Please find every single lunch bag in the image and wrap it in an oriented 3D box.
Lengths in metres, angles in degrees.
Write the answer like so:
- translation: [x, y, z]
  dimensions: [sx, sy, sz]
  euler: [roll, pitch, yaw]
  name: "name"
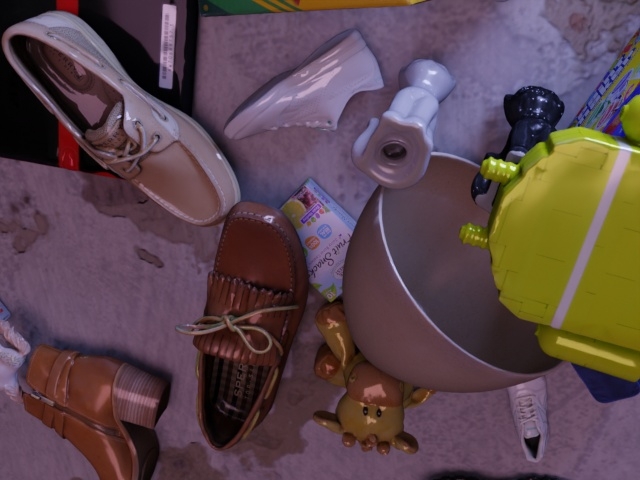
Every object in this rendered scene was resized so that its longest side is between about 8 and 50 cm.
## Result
- translation: [0.371, 0.152, 0.952]
  dimensions: [0.067, 0.065, 0.098]
  euler: [-25, 106, 36]
  name: "lunch bag"

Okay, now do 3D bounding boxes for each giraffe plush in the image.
- translation: [0.066, 0.196, 0.978]
  dimensions: [0.181, 0.170, 0.210]
  euler: [-11, 109, 16]
  name: "giraffe plush"

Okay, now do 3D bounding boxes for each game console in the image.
- translation: [-0.325, -0.274, 0.947]
  dimensions: [0.341, 0.060, 0.387]
  euler: [9, 114, 2]
  name: "game console"

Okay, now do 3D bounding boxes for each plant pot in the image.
- translation: [0.137, 0.065, 0.877]
  dimensions: [0.284, 0.284, 0.191]
  euler: [39, 135, -5]
  name: "plant pot"

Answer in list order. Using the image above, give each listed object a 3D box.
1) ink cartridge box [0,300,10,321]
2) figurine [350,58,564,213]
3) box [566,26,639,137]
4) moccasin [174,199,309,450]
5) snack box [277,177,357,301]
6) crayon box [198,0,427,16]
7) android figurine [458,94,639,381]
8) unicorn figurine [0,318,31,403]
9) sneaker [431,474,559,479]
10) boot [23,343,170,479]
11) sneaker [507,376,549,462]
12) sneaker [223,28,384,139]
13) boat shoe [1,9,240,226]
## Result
- translation: [-0.597, 0.086, 1.152]
  dimensions: [0.145, 0.045, 0.179]
  euler: [-30, 105, 21]
  name: "ink cartridge box"
- translation: [0.162, -0.129, 0.809]
  dimensions: [0.214, 0.209, 0.092]
  euler: [17, 131, 9]
  name: "figurine"
- translation: [0.380, -0.105, 0.728]
  dimensions: [0.177, 0.279, 0.290]
  euler: [31, 114, 0]
  name: "box"
- translation: [-0.109, 0.123, 0.979]
  dimensions: [0.139, 0.147, 0.380]
  euler: [22, 122, 6]
  name: "moccasin"
- translation: [0.000, 0.000, 0.987]
  dimensions: [0.141, 0.037, 0.100]
  euler: [44, 115, -7]
  name: "snack box"
- translation: [0.006, -0.351, 0.778]
  dimensions: [0.318, 0.081, 0.202]
  euler: [5, 113, 27]
  name: "crayon box"
- translation: [0.257, 0.003, 0.616]
  dimensions: [0.272, 0.056, 0.248]
  euler: [15, 114, 7]
  name: "android figurine"
- translation: [-0.493, 0.198, 1.136]
  dimensions: [0.111, 0.060, 0.162]
  euler: [34, 132, -6]
  name: "unicorn figurine"
- translation: [0.281, 0.410, 1.068]
  dimensions: [0.271, 0.100, 0.108]
  euler: [1, 126, 16]
  name: "sneaker"
- translation: [-0.369, 0.307, 1.152]
  dimensions: [0.220, 0.109, 0.284]
  euler: [16, 112, 4]
  name: "boot"
- translation: [0.288, 0.234, 1.005]
  dimensions: [0.053, 0.061, 0.152]
  euler: [-11, 107, 18]
  name: "sneaker"
- translation: [-0.021, -0.166, 0.910]
  dimensions: [0.212, 0.080, 0.094]
  euler: [-28, 115, 20]
  name: "sneaker"
- translation: [-0.245, -0.132, 0.906]
  dimensions: [0.341, 0.110, 0.121]
  euler: [43, 111, -11]
  name: "boat shoe"
